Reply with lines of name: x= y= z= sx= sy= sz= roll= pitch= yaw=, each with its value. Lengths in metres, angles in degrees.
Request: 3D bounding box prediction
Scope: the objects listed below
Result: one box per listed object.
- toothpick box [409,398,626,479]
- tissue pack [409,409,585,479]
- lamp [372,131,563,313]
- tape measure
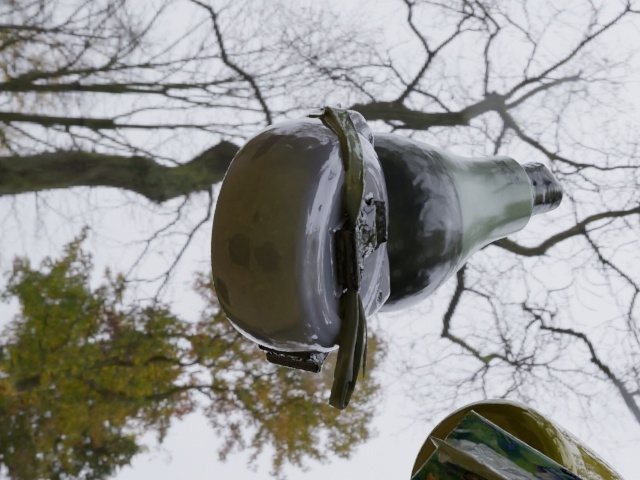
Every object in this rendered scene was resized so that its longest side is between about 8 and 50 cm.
toothpick box: x=0.231 y=0.282 z=0.782 sx=0.175 sy=0.271 sz=0.175 roll=-26 pitch=-132 yaw=32
tissue pack: x=0.126 y=0.179 z=0.532 sx=0.111 sy=0.085 sz=0.079 roll=28 pitch=-30 yaw=39
lamp: x=0.107 y=-0.046 z=0.802 sx=0.182 sy=0.313 sz=0.182 roll=36 pitch=-38 yaw=35
tape measure: x=-0.001 y=0.004 z=0.580 sx=0.105 sy=0.178 sz=0.196 roll=9 pitch=-55 yaw=24
